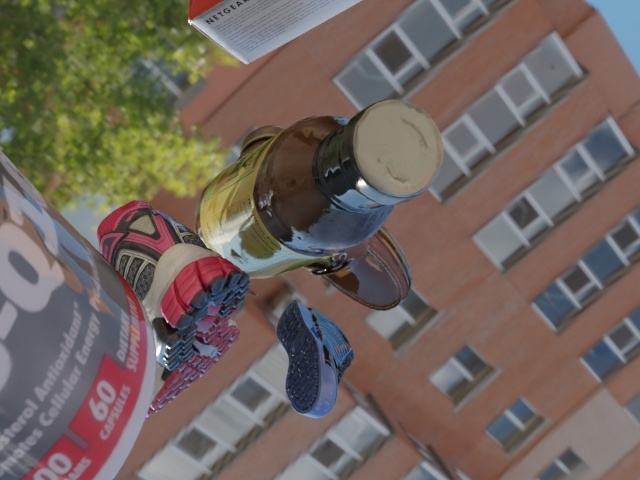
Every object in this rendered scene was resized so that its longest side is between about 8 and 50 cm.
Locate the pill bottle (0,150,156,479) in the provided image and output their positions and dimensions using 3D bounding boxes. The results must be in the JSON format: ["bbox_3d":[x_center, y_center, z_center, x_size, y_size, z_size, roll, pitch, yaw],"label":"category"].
[{"bbox_3d":[-0.197,0.003,0.455,0.161,0.283,0.161,-14,-128,18],"label":"pill bottle"}]

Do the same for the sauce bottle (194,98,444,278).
[{"bbox_3d":[-0.007,-0.038,0.958,0.111,0.111,0.344,-63,-164,-19],"label":"sauce bottle"}]

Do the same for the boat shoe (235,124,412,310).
[{"bbox_3d":[0.000,0.000,1.482,0.111,0.307,0.104,-33,-153,26],"label":"boat shoe"}]

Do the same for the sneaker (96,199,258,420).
[{"bbox_3d":[-0.138,0.063,1.041,0.112,0.299,0.121,44,-119,11],"label":"sneaker"}]

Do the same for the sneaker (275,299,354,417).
[{"bbox_3d":[0.005,0.160,1.561,0.081,0.090,0.232,-55,-157,20],"label":"sneaker"}]

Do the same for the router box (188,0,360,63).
[{"bbox_3d":[0.032,-0.360,1.090,0.336,0.082,0.301,-24,-129,32],"label":"router box"}]
